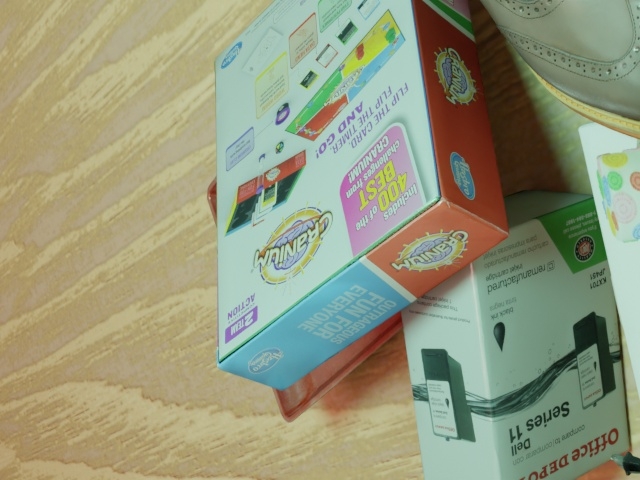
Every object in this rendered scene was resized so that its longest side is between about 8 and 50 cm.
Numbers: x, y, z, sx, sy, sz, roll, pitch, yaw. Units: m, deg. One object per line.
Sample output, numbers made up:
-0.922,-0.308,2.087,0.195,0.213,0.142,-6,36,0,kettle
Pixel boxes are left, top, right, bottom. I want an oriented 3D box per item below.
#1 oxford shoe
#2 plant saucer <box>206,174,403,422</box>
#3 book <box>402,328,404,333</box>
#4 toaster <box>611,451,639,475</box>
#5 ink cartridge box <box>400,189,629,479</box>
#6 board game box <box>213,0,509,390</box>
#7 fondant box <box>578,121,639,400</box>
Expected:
0.139,-0.183,0.802,0.130,0.132,0.364,-50,47,12,oxford shoe
0.000,0.000,1.161,0.258,0.047,0.259,-46,58,49,plant saucer
0.119,0.106,1.097,0.096,0.035,0.144,-25,85,56,book
0.289,0.226,0.806,0.185,0.168,0.110,-1,58,51,toaster
0.146,0.080,0.951,0.087,0.153,0.208,8,111,50,ink cartridge box
0.014,-0.080,0.956,0.242,0.064,0.316,-37,42,37,board game box
0.327,0.016,0.745,0.330,0.096,0.238,-8,98,51,fondant box
